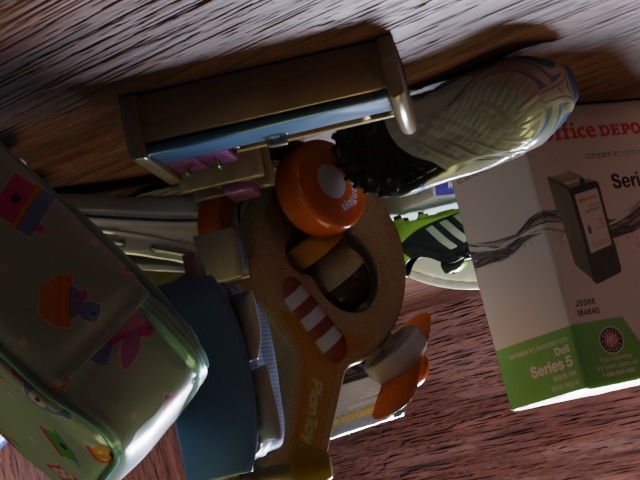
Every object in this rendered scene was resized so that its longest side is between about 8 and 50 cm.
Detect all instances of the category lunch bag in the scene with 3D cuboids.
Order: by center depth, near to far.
[{"bbox_3d":[-0.205,0.033,1.142,0.108,0.279,0.224,-46,176,-20],"label":"lunch bag"}]

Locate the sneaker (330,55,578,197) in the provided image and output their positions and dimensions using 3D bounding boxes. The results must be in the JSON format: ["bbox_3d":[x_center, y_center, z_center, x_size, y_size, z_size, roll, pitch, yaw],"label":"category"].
[{"bbox_3d":[0.106,-0.090,1.463,0.237,0.085,0.086,-14,-179,44],"label":"sneaker"}]

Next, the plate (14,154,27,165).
[{"bbox_3d":[-0.309,-0.047,1.317,0.188,0.024,0.188,-13,173,-2],"label":"plate"}]

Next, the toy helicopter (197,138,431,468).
[{"bbox_3d":[0.004,0.105,1.549,0.235,0.355,0.140,31,142,-30],"label":"toy helicopter"}]

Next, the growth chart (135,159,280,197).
[{"bbox_3d":[-0.085,-0.050,1.717,0.237,0.021,0.172,-14,174,23],"label":"growth chart"}]

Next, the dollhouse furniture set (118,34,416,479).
[{"bbox_3d":[-0.004,0.035,1.352,0.198,0.303,0.286,-12,174,6],"label":"dollhouse furniture set"}]

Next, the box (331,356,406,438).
[{"bbox_3d":[-0.060,0.120,1.696,0.231,0.056,0.183,22,-157,38],"label":"box"}]

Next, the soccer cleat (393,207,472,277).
[{"bbox_3d":[0.156,-0.005,1.904,0.179,0.072,0.060,-14,171,23],"label":"soccer cleat"}]

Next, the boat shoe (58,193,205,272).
[{"bbox_3d":[-0.201,0.002,1.608,0.226,0.075,0.083,-3,169,-8],"label":"boat shoe"}]

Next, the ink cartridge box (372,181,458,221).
[{"bbox_3d":[0.188,-0.068,1.946,0.223,0.045,0.224,-9,172,-26],"label":"ink cartridge box"}]

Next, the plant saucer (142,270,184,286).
[{"bbox_3d":[-0.109,0.015,1.856,0.333,0.081,0.333,-13,180,6],"label":"plant saucer"}]

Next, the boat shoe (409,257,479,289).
[{"bbox_3d":[0.232,-0.022,2.150,0.324,0.116,0.097,-12,-158,-10],"label":"boat shoe"}]

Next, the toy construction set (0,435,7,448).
[{"bbox_3d":[-0.444,0.162,2.064,0.309,0.257,0.237,-19,163,-15],"label":"toy construction set"}]

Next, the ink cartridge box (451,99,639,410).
[{"bbox_3d":[0.253,0.010,1.744,0.198,0.272,0.115,-7,169,-38],"label":"ink cartridge box"}]
